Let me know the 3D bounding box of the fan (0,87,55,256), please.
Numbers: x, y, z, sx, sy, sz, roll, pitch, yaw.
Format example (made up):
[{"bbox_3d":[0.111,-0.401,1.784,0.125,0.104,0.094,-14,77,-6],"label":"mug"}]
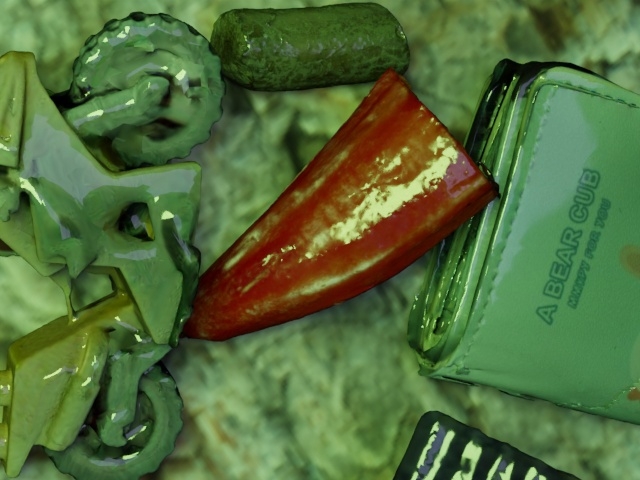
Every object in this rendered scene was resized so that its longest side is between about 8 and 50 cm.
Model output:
[{"bbox_3d":[-0.169,-0.036,0.904,0.133,0.005,0.085,5,90,-23],"label":"fan"}]

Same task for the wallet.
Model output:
[{"bbox_3d":[0.183,0.014,1.016,0.250,0.075,0.176,15,92,-21],"label":"wallet"}]

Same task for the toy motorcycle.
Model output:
[{"bbox_3d":[-0.118,0.005,0.882,0.130,0.094,0.229,2,107,-21],"label":"toy motorcycle"}]

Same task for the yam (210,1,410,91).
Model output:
[{"bbox_3d":[-0.005,-0.096,0.950,0.094,0.043,0.043,-8,95,-23],"label":"yam"}]

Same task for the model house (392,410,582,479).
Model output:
[{"bbox_3d":[0.135,0.223,0.875,0.280,0.312,0.245,30,84,-22],"label":"model house"}]

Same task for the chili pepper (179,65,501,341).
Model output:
[{"bbox_3d":[-0.003,-0.004,0.936,0.169,0.088,0.065,-37,147,2],"label":"chili pepper"}]
